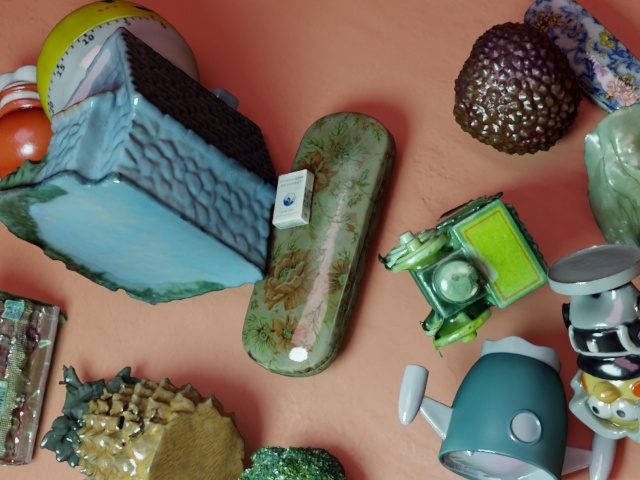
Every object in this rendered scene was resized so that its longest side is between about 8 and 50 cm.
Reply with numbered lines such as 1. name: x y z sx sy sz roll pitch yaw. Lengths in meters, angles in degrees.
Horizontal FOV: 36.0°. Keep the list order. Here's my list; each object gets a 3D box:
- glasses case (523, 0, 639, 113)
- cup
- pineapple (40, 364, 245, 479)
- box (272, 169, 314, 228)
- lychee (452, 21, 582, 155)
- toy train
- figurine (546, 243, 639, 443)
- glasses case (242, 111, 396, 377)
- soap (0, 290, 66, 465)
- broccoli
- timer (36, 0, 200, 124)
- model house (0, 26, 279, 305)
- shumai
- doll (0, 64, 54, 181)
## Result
1. glasses case: 0.405 -0.282 1.492 0.087 0.065 0.248 -39 64 4
2. cup: 0.251 0.225 1.301 0.299 0.167 0.173 19 66 -2
3. pineapple: -0.289 0.287 1.451 0.357 0.223 0.223 15 74 42
4. box: -0.040 -0.062 1.481 0.054 0.024 0.083 -10 60 31
5. lychee: 0.291 -0.218 1.445 0.188 0.188 0.188 -7 68 17
6. toy train: 0.195 0.036 1.336 0.188 0.272 0.159 -32 90 1
7. figurine: 0.379 0.132 1.214 0.133 0.236 0.176 -29 19 -34
8. glasses case: 0.000 0.000 1.503 0.156 0.098 0.426 8 72 28
9. soap: -0.520 0.216 1.547 0.098 0.218 0.274 -4 72 35
10. broccoli: -0.035 0.371 1.349 0.195 0.195 0.156 44 123 27
11. timer: -0.360 -0.291 1.659 0.285 0.285 0.285 -7 68 17
12. model house: -0.262 -0.135 1.499 0.297 0.360 0.339 -14 54 41
13. shumai: 0.470 -0.017 1.278 0.288 0.292 0.330 10 95 30
14. doll: -0.514 -0.166 1.730 0.160 0.130 0.291 -16 71 10
